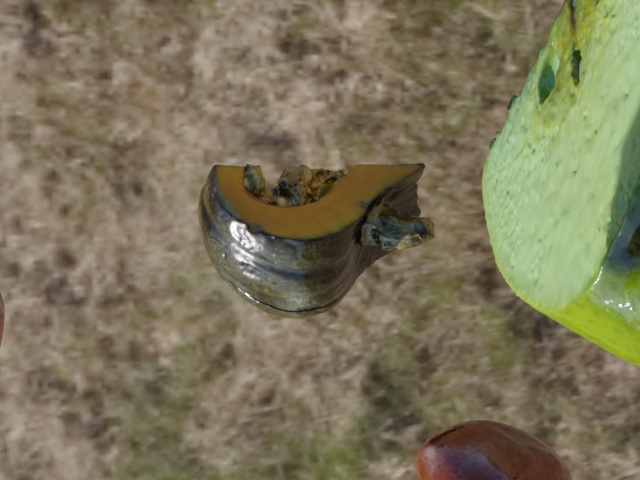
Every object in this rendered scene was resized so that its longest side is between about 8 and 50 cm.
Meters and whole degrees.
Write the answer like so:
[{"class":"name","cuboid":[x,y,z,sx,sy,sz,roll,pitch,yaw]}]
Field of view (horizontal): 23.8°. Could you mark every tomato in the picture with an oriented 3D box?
[{"class":"tomato","cuboid":[0.159,0.197,1.257,0.155,0.155,0.069,40,112,32]}]

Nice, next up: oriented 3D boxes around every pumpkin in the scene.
[{"class":"pumpkin","cuboid":[0.006,0.002,1.507,0.126,0.248,0.131,-112,24,-43]}]

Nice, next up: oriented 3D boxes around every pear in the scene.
[{"class":"pear","cuboid":[0.211,-0.047,0.849,0.292,0.159,0.292,-168,90,-81]}]

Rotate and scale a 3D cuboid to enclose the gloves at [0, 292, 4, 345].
[{"class":"gloves","cuboid":[-0.264,0.088,0.994,0.126,0.145,0.241,36,122,-3]}]
